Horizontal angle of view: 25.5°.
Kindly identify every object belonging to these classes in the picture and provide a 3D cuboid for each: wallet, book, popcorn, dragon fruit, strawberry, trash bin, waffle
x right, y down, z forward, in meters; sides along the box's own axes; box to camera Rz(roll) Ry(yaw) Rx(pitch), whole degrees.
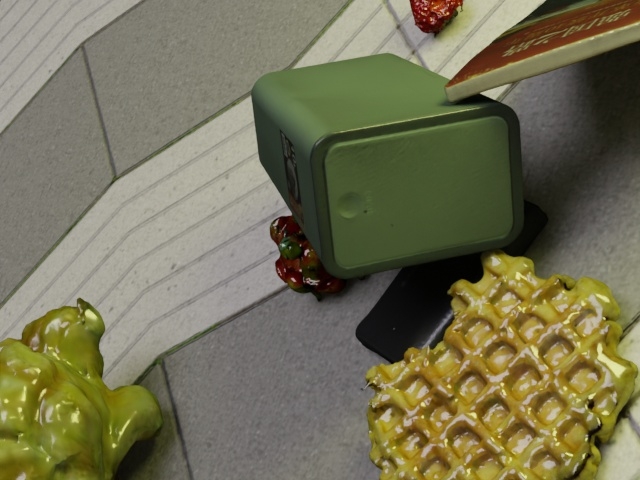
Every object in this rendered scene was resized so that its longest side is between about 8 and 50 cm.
[{"bbox_3d":[0.139,0.044,1.583,0.250,0.044,0.149,-53,35,-2],"label":"wallet"},{"bbox_3d":[0.314,-0.251,1.498,0.262,0.028,0.374,-14,17,35],"label":"book"},{"bbox_3d":[-0.374,0.256,1.722,0.335,0.274,0.279,-63,-9,22],"label":"popcorn"},{"bbox_3d":[0.000,0.000,1.712,0.142,0.175,0.138,23,86,19],"label":"dragon fruit"},{"bbox_3d":[0.141,-0.309,1.827,0.073,0.083,0.073,-47,-4,-5],"label":"strawberry"},{"bbox_3d":[0.058,-0.097,1.585,0.223,0.158,0.343,-11,20,-13],"label":"trash bin"},{"bbox_3d":[0.173,0.154,1.428,0.281,0.058,0.301,16,71,38],"label":"waffle"}]
